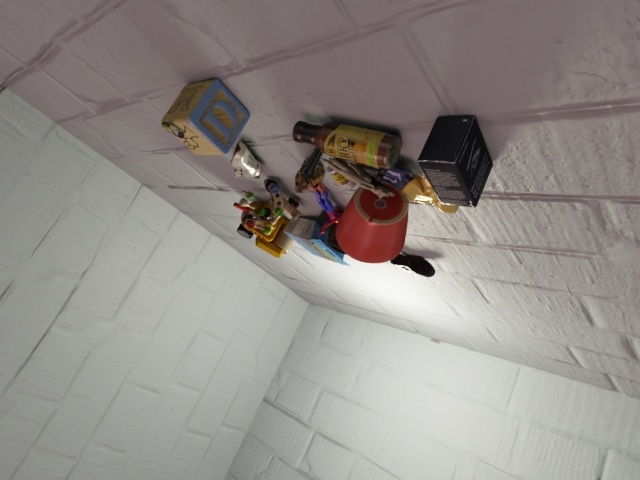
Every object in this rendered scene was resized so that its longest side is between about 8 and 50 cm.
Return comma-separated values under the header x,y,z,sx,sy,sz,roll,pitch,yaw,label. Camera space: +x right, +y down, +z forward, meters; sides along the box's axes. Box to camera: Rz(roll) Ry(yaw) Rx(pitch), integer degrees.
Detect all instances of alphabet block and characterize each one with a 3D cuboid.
x,y,z,sx,sy,sz,roll,pitch,yaw,label
-0.406,-0.431,1.598,0.197,0.193,0.192,10,155,42,alphabet block

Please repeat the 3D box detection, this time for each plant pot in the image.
x,y,z,sx,sy,sz,roll,pitch,yaw,label
0.203,-0.079,1.663,0.275,0.274,0.243,24,153,8,plant pot

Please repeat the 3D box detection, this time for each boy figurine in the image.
x,y,z,sx,sy,sz,roll,pitch,yaw,label
0.324,-0.179,1.450,0.285,0.092,0.177,25,162,3,boy figurine

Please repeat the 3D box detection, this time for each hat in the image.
x,y,z,sx,sy,sz,roll,pitch,yaw,label
0.121,-0.007,2.149,0.332,0.133,0.331,23,166,6,hat

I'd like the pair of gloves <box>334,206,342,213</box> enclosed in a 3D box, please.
x,y,z,sx,sy,sz,roll,pitch,yaw,label
0.061,-0.142,2.061,0.083,0.010,0.074,19,164,27,pair of gloves

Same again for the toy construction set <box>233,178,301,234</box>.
x,y,z,sx,sy,sz,roll,pitch,yaw,label
-0.240,-0.138,2.152,0.237,0.257,0.309,27,169,-39,toy construction set

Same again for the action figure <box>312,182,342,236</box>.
x,y,z,sx,sy,sz,roll,pitch,yaw,label
0.014,-0.117,1.942,0.092,0.139,0.280,11,151,46,action figure

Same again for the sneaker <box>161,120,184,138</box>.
x,y,z,sx,sy,sz,roll,pitch,yaw,label
-0.499,-0.375,1.531,0.083,0.031,0.035,35,175,-13,sneaker

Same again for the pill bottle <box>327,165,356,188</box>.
x,y,z,sx,sy,sz,roll,pitch,yaw,label
0.082,-0.241,1.657,0.065,0.065,0.116,5,154,49,pill bottle

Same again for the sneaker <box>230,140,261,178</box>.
x,y,z,sx,sy,sz,roll,pitch,yaw,label
-0.308,-0.333,1.910,0.118,0.110,0.292,19,171,-1,sneaker

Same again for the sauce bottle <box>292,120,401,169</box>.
x,y,z,sx,sy,sz,roll,pitch,yaw,label
0.074,-0.307,1.406,0.345,0.111,0.111,18,160,26,sauce bottle

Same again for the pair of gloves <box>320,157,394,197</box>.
x,y,z,sx,sy,sz,roll,pitch,yaw,label
0.127,-0.206,1.486,0.204,0.042,0.240,43,-160,31,pair of gloves

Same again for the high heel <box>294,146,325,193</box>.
x,y,z,sx,sy,sz,roll,pitch,yaw,label
-0.056,-0.221,1.707,0.093,0.186,0.261,25,162,4,high heel

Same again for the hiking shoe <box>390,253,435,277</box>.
x,y,z,sx,sy,sz,roll,pitch,yaw,label
0.455,0.122,2.168,0.227,0.086,0.114,22,176,33,hiking shoe

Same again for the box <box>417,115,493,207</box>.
x,y,z,sx,sy,sz,roll,pitch,yaw,label
0.366,-0.208,1.206,0.108,0.153,0.207,12,156,41,box

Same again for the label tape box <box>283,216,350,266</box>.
x,y,z,sx,sy,sz,roll,pitch,yaw,label
0.000,0.000,2.317,0.249,0.115,0.348,39,165,-33,label tape box

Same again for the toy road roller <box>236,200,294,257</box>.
x,y,z,sx,sy,sz,roll,pitch,yaw,label
-0.268,-0.075,2.405,0.330,0.202,0.241,33,158,-14,toy road roller
